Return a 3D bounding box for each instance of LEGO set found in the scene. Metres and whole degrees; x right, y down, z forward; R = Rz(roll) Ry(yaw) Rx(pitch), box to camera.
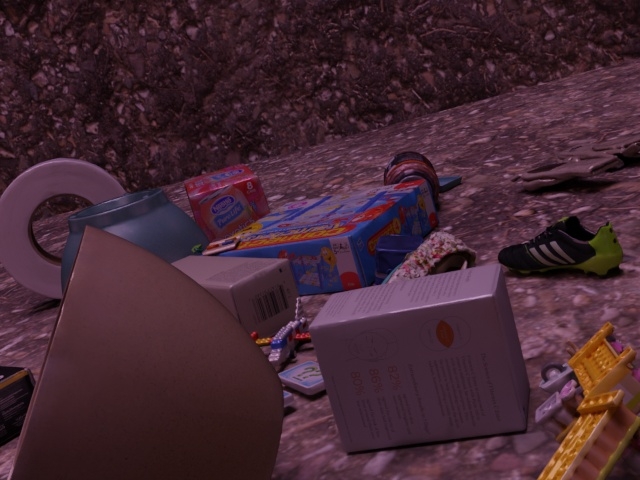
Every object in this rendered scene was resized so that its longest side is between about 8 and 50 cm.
[{"bbox_3d":[-0.056,0.134,1.044,0.182,0.060,0.244,-19,12,-27],"label":"LEGO set"},{"bbox_3d":[0.205,0.159,0.599,0.132,0.107,0.287,-49,-2,33],"label":"LEGO set"}]

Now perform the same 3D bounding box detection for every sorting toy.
[{"bbox_3d":[-0.174,0.010,1.411,0.083,0.012,0.062,-15,13,6],"label":"sorting toy"}]

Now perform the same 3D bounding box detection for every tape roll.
[{"bbox_3d":[-0.520,-0.025,1.777,0.286,0.286,0.100,-19,13,-13],"label":"tape roll"}]

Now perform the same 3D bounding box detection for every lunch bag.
[{"bbox_3d":[0.112,0.035,1.231,0.067,0.065,0.098,3,16,11],"label":"lunch bag"}]

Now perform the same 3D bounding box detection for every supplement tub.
[{"bbox_3d":[0.174,-0.108,1.660,0.106,0.106,0.198,-15,12,7],"label":"supplement tub"}]

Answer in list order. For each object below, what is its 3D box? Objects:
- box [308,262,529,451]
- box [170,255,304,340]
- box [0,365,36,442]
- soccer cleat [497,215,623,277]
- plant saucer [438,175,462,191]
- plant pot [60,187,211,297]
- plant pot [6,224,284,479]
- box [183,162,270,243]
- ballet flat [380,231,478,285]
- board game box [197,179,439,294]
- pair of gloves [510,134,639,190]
[{"bbox_3d":[0.094,0.108,0.796,0.170,0.130,0.091,-11,13,18],"label":"box"},{"bbox_3d":[-0.154,0.084,1.282,0.113,0.094,0.275,-25,15,-35],"label":"box"},{"bbox_3d":[-0.552,0.258,1.085,0.257,0.079,0.322,-7,16,42],"label":"box"},{"bbox_3d":[0.300,0.005,1.099,0.060,0.072,0.178,-26,16,-37],"label":"soccer cleat"},{"bbox_3d":[0.213,-0.116,1.844,0.067,0.018,0.192,-26,15,-36],"label":"plant saucer"},{"bbox_3d":[-0.334,0.022,1.540,0.292,0.196,0.293,-15,13,4],"label":"plant pot"},{"bbox_3d":[-0.140,0.149,0.706,0.190,0.284,0.284,16,5,-15],"label":"plant pot"},{"bbox_3d":[-0.201,-0.070,1.881,0.154,0.142,0.300,-17,13,-7],"label":"box"},{"bbox_3d":[0.140,0.051,1.105,0.077,0.091,0.241,17,31,22],"label":"ballet flat"},{"bbox_3d":[0.000,0.000,1.463,0.308,0.086,0.302,-8,15,32],"label":"board game box"},{"bbox_3d":[0.478,-0.137,1.553,0.240,0.042,0.204,-23,11,-34],"label":"pair of gloves"}]
